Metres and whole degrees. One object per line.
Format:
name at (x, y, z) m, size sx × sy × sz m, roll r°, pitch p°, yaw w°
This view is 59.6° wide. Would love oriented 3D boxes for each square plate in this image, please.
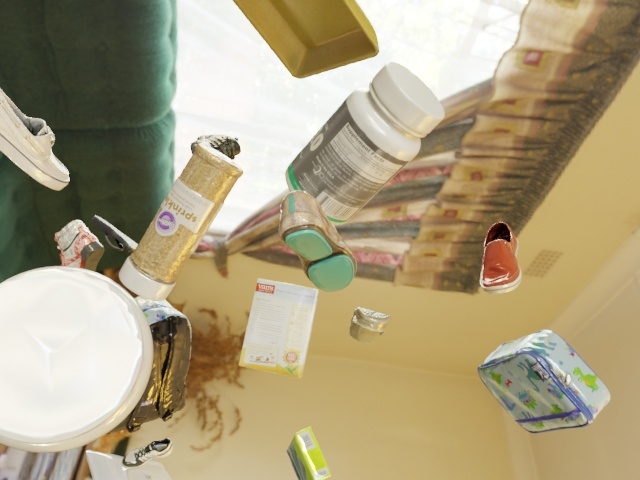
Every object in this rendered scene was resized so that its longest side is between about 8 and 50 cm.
square plate at (-0.330, 0.589, 1.133) m, size 0.344 × 0.049 × 0.347 m, roll 60°, pitch -7°, yaw 24°

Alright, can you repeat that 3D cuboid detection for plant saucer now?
plant saucer at (-0.045, -0.547, 1.278) m, size 0.333 × 0.333 × 0.081 m, roll 6°, pitch -125°, yaw 53°

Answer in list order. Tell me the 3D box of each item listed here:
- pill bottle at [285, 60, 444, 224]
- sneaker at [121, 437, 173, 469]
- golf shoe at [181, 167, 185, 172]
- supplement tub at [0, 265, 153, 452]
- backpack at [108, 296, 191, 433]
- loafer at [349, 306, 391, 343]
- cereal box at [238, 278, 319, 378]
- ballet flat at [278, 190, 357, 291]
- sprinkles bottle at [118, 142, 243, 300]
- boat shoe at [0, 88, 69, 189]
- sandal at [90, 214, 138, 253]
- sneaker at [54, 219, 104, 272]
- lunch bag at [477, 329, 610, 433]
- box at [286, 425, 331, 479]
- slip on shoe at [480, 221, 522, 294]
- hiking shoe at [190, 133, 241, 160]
pill bottle at (0.097, -0.217, 1.287) m, size 0.361 × 0.204 × 0.204 m, roll -44°, pitch -152°, yaw 32°
sneaker at (-0.283, 0.344, 0.915) m, size 0.032 × 0.083 × 0.037 m, roll 53°, pitch -39°, yaw 33°
golf shoe at (-0.405, -0.218, 1.883) m, size 0.198 × 0.077 × 0.094 m, roll 110°, pitch 3°, yaw -73°
supplement tub at (-0.370, 0.169, 0.802) m, size 0.331 × 0.241 × 0.241 m, roll 145°, pitch -45°, yaw -65°
backpack at (-0.517, 0.341, 1.640) m, size 0.273 × 0.290 × 0.355 m, roll 44°, pitch -55°, yaw 32°
loafer at (0.134, 0.244, 1.577) m, size 0.268 × 0.102 × 0.092 m, roll 86°, pitch 20°, yaw -82°
cereal box at (-0.109, 0.233, 1.499) m, size 0.047 × 0.173 × 0.240 m, roll 70°, pitch 31°, yaw -76°
ballet flat at (0.000, 0.000, 1.060) m, size 0.316 × 0.107 × 0.106 m, roll 64°, pitch 13°, yaw -63°
sprinkles bottle at (-0.312, -0.039, 1.251) m, size 0.355 × 0.121 × 0.121 m, roll -57°, pitch -169°, yaw 7°
boat shoe at (-0.535, -0.185, 1.028) m, size 0.095 × 0.084 × 0.258 m, roll 51°, pitch -5°, yaw 27°
sandal at (-0.758, -0.009, 2.061) m, size 0.054 × 0.254 × 0.097 m, roll -56°, pitch 149°, yaw -5°
sneaker at (-0.788, 0.052, 1.779) m, size 0.270 × 0.145 × 0.090 m, roll -48°, pitch 168°, yaw 35°
lunch bag at (0.406, 0.267, 1.034) m, size 0.090 × 0.176 × 0.219 m, roll -36°, pitch 172°, yaw -24°
box at (-0.029, 0.483, 1.214) m, size 0.109 × 0.042 × 0.178 m, roll 62°, pitch -23°, yaw 26°
slip on shoe at (0.531, 0.052, 1.667) m, size 0.101 × 0.123 × 0.331 m, roll 62°, pitch 31°, yaw -21°
hiking shoe at (-0.267, -0.236, 1.451) m, size 0.227 × 0.114 × 0.086 m, roll -101°, pitch 177°, yaw -62°
